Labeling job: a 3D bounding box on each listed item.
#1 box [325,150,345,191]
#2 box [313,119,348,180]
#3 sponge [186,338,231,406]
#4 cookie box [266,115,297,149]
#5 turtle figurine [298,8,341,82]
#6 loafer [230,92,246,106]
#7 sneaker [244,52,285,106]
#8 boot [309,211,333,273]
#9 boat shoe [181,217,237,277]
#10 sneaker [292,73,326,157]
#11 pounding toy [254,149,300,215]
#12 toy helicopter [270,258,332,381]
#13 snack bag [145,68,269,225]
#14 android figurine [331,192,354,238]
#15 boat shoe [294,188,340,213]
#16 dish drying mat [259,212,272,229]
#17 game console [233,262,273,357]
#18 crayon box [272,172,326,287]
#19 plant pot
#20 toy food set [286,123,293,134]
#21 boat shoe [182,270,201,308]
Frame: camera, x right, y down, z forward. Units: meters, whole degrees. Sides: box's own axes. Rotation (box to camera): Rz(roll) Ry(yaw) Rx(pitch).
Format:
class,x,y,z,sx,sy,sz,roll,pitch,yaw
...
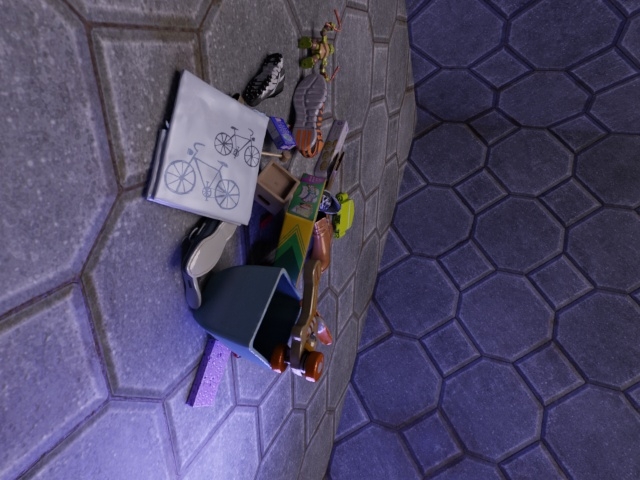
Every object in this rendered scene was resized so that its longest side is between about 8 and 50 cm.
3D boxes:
class,x,y,z,sx,sy,sz,roll,pitch,yaw
box,0.060,-0.300,1.969,0.201,0.021,0.165,112,-1,-46
box,0.053,-0.427,1.962,0.063,0.067,0.324,65,41,-58
sponge,-0.357,0.431,1.357,0.117,0.031,0.210,50,53,-63
cookie box,-0.140,-0.372,1.449,0.107,0.040,0.091,62,25,2
turtle figurine,-0.003,-0.755,1.630,0.217,0.087,0.270,-38,144,-49
loafer,-0.265,-0.377,1.185,0.148,0.056,0.050,-63,150,-48
sneaker,-0.166,-0.494,1.345,0.106,0.078,0.235,67,37,-51
boot,0.000,0.000,1.961,0.220,0.108,0.284,81,26,-44
boat shoe,-0.322,-0.003,1.177,0.095,0.078,0.255,72,32,-47
sneaker,-0.042,-0.480,1.651,0.180,0.124,0.322,52,49,-79
pounding toy,-0.169,-0.222,1.435,0.094,0.181,0.206,-38,-161,48
toy helicopter,-0.029,0.232,1.268,0.235,0.140,0.356,-6,102,-70
snack bag,-0.283,-0.233,1.109,0.323,0.037,0.343,15,84,-53
android figurine,0.120,-0.137,2.285,0.273,0.056,0.249,-35,131,-61
boat shoe,-0.002,-0.180,1.822,0.108,0.102,0.301,-54,152,5
dish drying mat,-0.202,-0.071,1.551,0.083,0.008,0.032,-51,146,-53
game console,-0.201,0.254,1.640,0.386,0.060,0.343,0,100,-68
crayon box,-0.082,-0.032,1.513,0.363,0.105,0.314,-77,-177,-60
plant pot,-0.231,0.217,1.272,0.248,0.252,0.247,68,39,-55
toy food set,-0.123,-0.401,1.579,0.083,0.020,0.083,74,33,-49
boat shoe,-0.358,0.128,1.188,0.040,0.049,0.142,-44,137,-57
